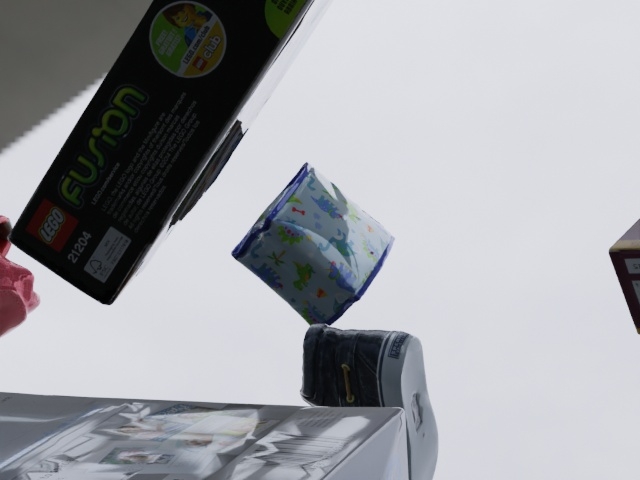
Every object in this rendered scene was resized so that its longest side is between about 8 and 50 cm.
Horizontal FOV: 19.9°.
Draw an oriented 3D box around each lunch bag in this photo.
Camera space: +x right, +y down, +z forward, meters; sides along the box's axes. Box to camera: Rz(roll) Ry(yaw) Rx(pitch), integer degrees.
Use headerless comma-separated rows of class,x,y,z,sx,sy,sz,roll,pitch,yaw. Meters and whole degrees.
lunch bag,0.000,0.000,1.868,0.129,0.151,0.096,42,-48,-6

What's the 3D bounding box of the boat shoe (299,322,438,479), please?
boat shoe,0.037,0.134,1.360,0.083,0.065,0.183,10,-49,22

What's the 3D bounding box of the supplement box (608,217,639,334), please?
supplement box,0.166,0.001,0.752,0.055,0.083,0.043,-4,-63,43

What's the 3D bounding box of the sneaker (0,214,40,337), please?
sneaker,-0.330,0.007,1.532,0.136,0.314,0.116,-25,-50,-19

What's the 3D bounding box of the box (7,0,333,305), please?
box,-0.008,-0.086,0.515,0.036,0.114,0.207,34,-67,-2

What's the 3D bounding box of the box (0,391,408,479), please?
box,-0.085,0.080,0.522,0.186,0.145,0.038,2,-78,21
